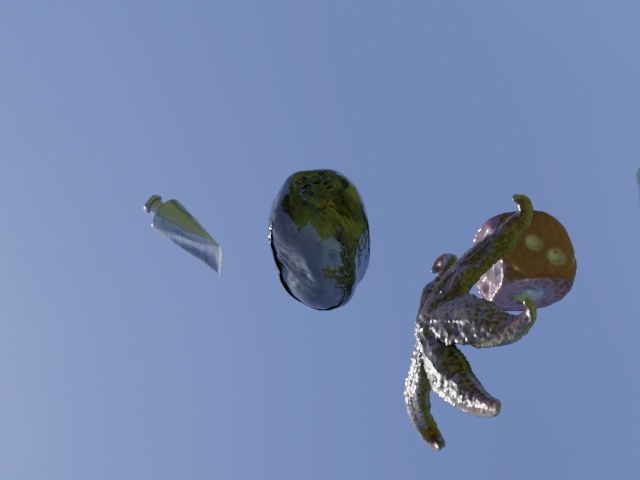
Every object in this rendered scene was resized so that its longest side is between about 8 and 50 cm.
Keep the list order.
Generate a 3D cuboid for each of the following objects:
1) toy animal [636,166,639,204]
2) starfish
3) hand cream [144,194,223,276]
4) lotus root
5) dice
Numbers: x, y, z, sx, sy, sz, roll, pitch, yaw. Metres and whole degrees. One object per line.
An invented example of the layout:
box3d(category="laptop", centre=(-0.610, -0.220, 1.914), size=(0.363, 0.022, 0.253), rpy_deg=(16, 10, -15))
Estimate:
box3d(category="toy animal", centre=(0.526, -0.019, 1.065), size=(0.310, 0.247, 0.183), rpy_deg=(62, -159, -16))
box3d(category="starfish", centre=(0.161, 0.111, 1.033), size=(0.095, 0.327, 0.375), rpy_deg=(17, -148, -6))
box3d(category="hand cream", centre=(-0.187, -0.012, 1.205), size=(0.142, 0.084, 0.053), rpy_deg=(37, -116, 13))
box3d(category="lotus root", centre=(0.000, 0.000, 1.410), size=(0.274, 0.160, 0.152), rpy_deg=(86, -162, -45))
box3d(category="dice", centre=(0.441, 0.044, 1.883), size=(0.174, 0.175, 0.179), rpy_deg=(-1, -122, -9))
